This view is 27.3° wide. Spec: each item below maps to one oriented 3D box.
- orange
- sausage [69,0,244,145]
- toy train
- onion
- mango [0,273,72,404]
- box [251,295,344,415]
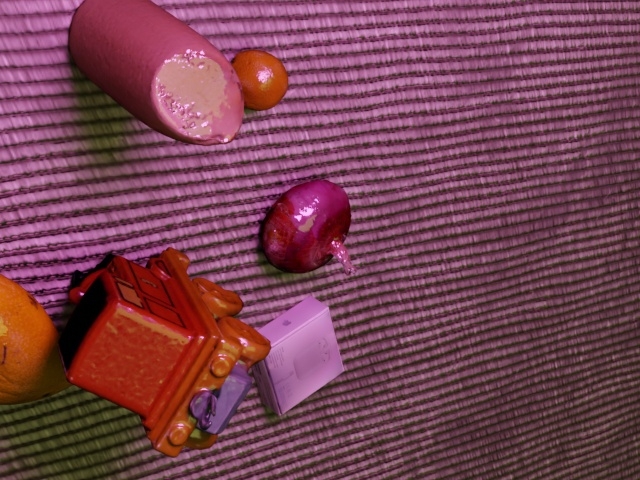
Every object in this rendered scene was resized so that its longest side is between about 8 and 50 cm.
[{"bbox_3d":[-0.083,-0.210,1.724,0.085,0.085,0.085,-19,122,-33],"label":"orange"},{"bbox_3d":[-0.188,-0.200,1.514,0.123,0.253,0.123,-18,124,-29],"label":"sausage"},{"bbox_3d":[-0.203,0.121,1.602,0.232,0.369,0.163,30,98,-25],"label":"toy train"},{"bbox_3d":[0.000,0.000,1.854,0.150,0.140,0.150,-28,143,-23],"label":"onion"},{"bbox_3d":[-0.389,0.127,1.587,0.157,0.109,0.262,-38,132,11],"label":"mango"},{"bbox_3d":[-0.037,0.173,1.972,0.129,0.051,0.130,-33,130,-25],"label":"box"}]
